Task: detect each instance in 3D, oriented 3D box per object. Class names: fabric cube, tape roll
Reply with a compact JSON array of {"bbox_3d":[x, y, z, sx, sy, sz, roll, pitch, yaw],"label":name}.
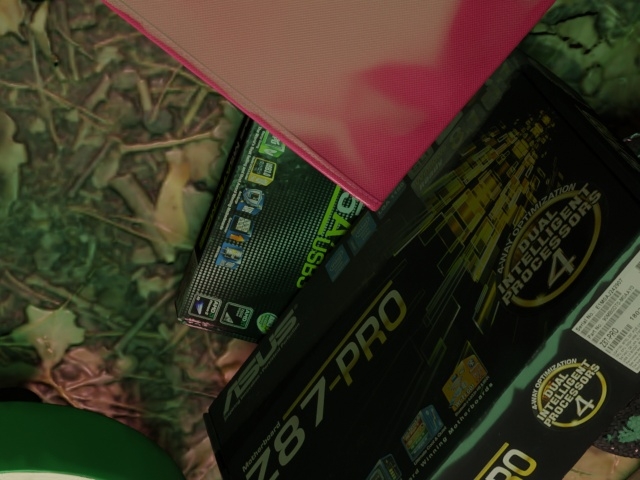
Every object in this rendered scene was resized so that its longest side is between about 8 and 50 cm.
[{"bbox_3d":[0.006,-0.226,1.302,0.254,0.259,0.258,36,101,-21],"label":"fabric cube"},{"bbox_3d":[-0.253,0.265,1.517,0.321,0.077,0.321,-8,132,-9],"label":"tape roll"}]

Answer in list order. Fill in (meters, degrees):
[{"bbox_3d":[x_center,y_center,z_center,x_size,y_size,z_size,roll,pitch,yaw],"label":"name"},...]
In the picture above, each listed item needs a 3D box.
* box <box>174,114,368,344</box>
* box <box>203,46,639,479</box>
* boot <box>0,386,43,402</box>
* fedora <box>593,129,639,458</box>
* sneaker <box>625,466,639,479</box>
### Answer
[{"bbox_3d":[0.000,0.000,1.513,0.184,0.045,0.191,17,110,-15],"label":"box"},{"bbox_3d":[0.088,0.081,1.367,0.097,0.318,0.395,32,105,-24],"label":"box"},{"bbox_3d":[-0.324,0.105,1.492,0.198,0.077,0.137,-9,109,-7],"label":"boot"},{"bbox_3d":[0.288,0.064,1.492,0.334,0.152,0.334,-6,132,-7],"label":"fedora"},{"bbox_3d":[0.318,0.265,1.614,0.108,0.169,0.292,24,108,-20],"label":"sneaker"}]
